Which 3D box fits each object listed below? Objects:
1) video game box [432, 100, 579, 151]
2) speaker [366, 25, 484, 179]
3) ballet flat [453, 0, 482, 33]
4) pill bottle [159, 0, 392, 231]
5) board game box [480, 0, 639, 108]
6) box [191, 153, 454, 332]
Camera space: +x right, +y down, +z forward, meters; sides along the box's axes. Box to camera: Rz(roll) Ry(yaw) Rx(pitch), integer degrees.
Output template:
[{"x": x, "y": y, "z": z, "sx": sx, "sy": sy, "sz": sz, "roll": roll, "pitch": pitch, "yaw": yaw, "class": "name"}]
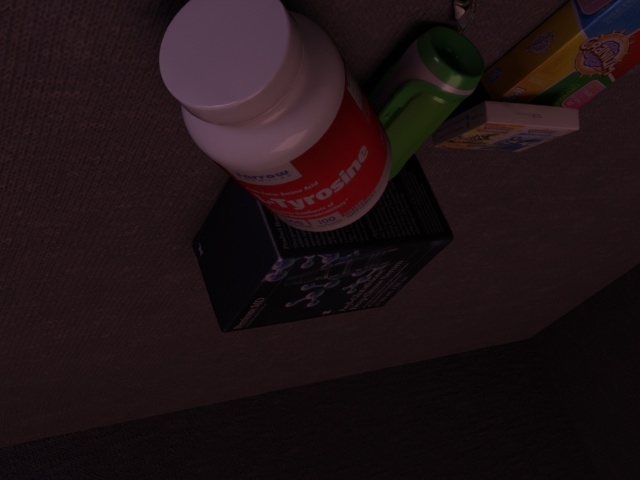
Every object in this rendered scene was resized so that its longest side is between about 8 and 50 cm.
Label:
[{"x": 0.344, "y": -0.210, "z": 1.549, "sx": 0.205, "sy": 0.048, "sz": 0.187, "roll": 0, "pitch": 170, "yaw": -22, "class": "video game box"}, {"x": 0.140, "y": -0.215, "z": 1.382, "sx": 0.131, "sy": 0.131, "sz": 0.296, "roll": -4, "pitch": 151, "yaw": -36, "class": "speaker"}, {"x": 0.225, "y": -0.364, "z": 1.257, "sx": 0.041, "sy": 0.041, "sz": 0.114, "roll": -8, "pitch": 153, "yaw": -30, "class": "ballet flat"}, {"x": -0.052, "y": -0.175, "z": 1.167, "sx": 0.229, "sy": 0.229, "sz": 0.408, "roll": -27, "pitch": 156, "yaw": 10, "class": "pill bottle"}, {"x": 0.476, "y": -0.344, "z": 1.476, "sx": 0.242, "sy": 0.064, "sz": 0.316, "roll": 4, "pitch": 145, "yaw": -46, "class": "board game box"}, {"x": 0.000, "y": 0.000, "z": 1.611, "sx": 0.395, "sy": 0.212, "sz": 0.293, "roll": -6, "pitch": 152, "yaw": -32, "class": "box"}]
